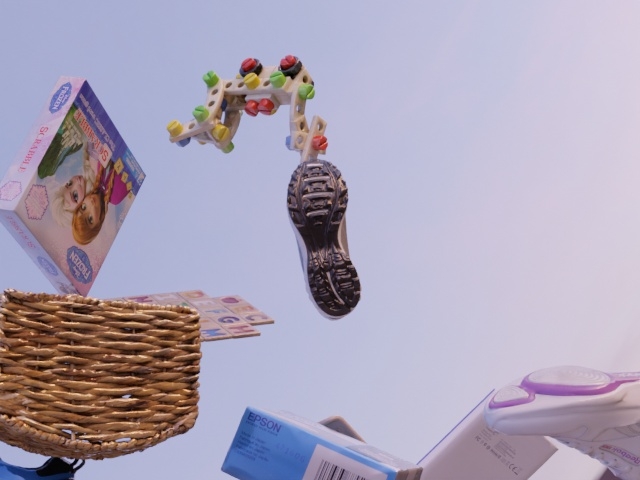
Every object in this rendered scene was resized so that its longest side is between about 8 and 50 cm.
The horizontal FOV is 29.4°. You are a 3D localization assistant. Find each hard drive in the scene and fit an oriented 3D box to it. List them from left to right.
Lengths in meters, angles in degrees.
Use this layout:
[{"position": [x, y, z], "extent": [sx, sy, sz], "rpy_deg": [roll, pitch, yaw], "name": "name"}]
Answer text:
[{"position": [0.321, 0.486, 2.569], "extent": [0.319, 0.040, 0.210], "rpy_deg": [-45, -65, 5], "name": "hard drive"}]

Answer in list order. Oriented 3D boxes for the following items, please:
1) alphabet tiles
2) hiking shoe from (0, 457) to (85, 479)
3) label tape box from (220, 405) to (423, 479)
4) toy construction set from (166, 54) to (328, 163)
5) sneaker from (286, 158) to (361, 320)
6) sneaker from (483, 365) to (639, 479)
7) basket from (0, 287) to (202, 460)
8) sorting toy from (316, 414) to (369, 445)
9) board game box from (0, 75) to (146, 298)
[{"position": [-0.277, 0.146, 2.329], "extent": [0.342, 0.285, 0.011], "rpy_deg": [-4, -74, -28], "name": "alphabet tiles"}, {"position": [-0.486, 0.368, 1.716], "extent": [0.113, 0.304, 0.132], "rpy_deg": [91, -179, -54], "name": "hiking shoe"}, {"position": [0.021, 0.356, 1.911], "extent": [0.347, 0.249, 0.115], "rpy_deg": [28, -97, -74], "name": "label tape box"}, {"position": [-0.124, -0.252, 2.393], "extent": [0.215, 0.327, 0.151], "rpy_deg": [-62, -29, -29], "name": "toy construction set"}, {"position": [0.000, 0.000, 1.948], "extent": [0.100, 0.272, 0.108], "rpy_deg": [-6, -17, -7], "name": "sneaker"}, {"position": [0.336, 0.221, 1.401], "extent": [0.114, 0.305, 0.152], "rpy_deg": [-139, 50, -74], "name": "sneaker"}, {"position": [-0.337, 0.198, 1.686], "extent": [0.299, 0.214, 0.223], "rpy_deg": [8, -17, -30], "name": "basket"}, {"position": [0.018, 0.411, 2.207], "extent": [0.193, 0.208, 0.038], "rpy_deg": [-28, 28, 34], "name": "sorting toy"}, {"position": [-0.486, -0.099, 2.391], "extent": [0.319, 0.065, 0.318], "rpy_deg": [64, -139, -53], "name": "board game box"}]
